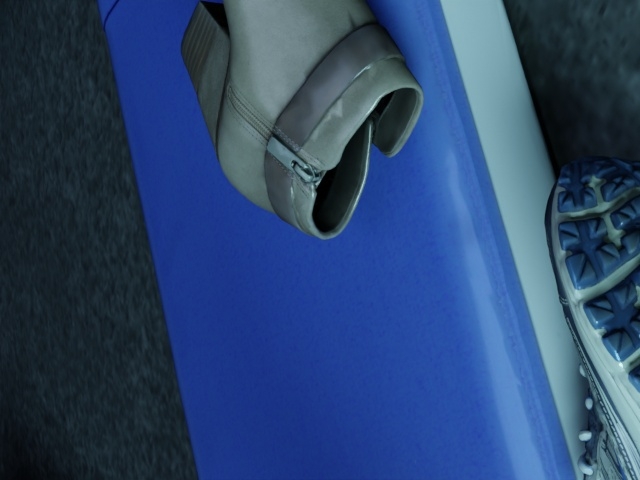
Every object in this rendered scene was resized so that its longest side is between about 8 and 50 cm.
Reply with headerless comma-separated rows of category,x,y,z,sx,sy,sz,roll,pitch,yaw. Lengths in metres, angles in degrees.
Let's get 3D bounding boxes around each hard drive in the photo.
hard drive,0.000,0.000,0.464,0.210,0.040,0.319,-37,63,56

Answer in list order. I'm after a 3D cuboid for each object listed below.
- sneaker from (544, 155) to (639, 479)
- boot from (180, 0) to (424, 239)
sneaker,0.079,0.045,0.327,0.058,0.052,0.135,-53,49,55
boot,-0.002,-0.063,0.384,0.087,0.042,0.118,49,136,36
